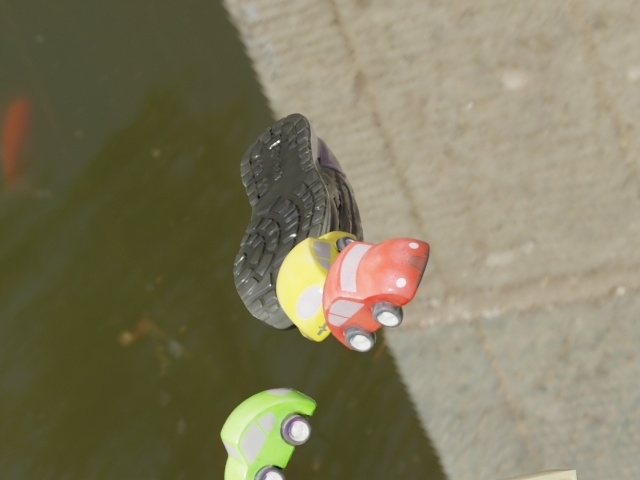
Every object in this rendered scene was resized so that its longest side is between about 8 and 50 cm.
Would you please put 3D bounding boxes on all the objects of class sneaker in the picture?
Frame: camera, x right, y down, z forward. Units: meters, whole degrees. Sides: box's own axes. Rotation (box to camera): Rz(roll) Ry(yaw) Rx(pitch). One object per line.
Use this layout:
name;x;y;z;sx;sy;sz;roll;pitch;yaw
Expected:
sneaker;0.000;0.000;1.735;0.107;0.283;0.124;-32;120;22

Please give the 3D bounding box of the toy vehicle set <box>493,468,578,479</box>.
toy vehicle set;0.188;0.362;1.795;0.035;0.166;0.267;-7;90;56

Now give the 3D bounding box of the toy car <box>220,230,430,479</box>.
toy car;-0.018;0.089;1.336;0.053;0.239;0.225;28;86;-13
